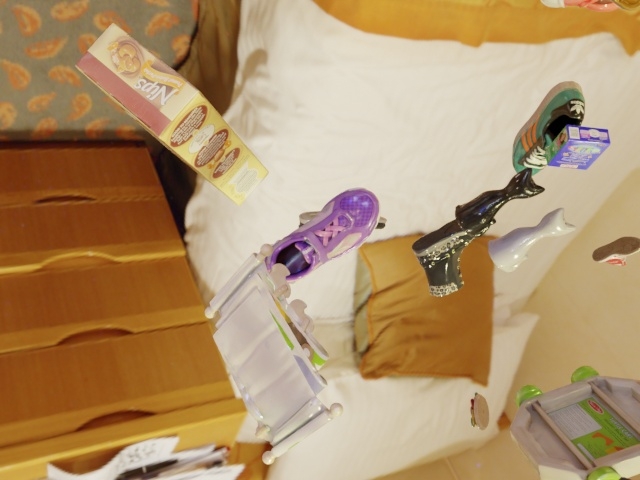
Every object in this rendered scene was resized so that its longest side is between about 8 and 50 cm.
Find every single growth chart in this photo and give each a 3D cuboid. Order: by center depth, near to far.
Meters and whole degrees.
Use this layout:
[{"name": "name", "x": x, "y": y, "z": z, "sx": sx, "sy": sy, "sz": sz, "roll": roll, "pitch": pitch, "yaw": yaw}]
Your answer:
[{"name": "growth chart", "x": -0.062, "y": 0.138, "z": 0.801, "sx": 0.172, "sy": 0.237, "sz": 0.021, "roll": -37, "pitch": 161, "yaw": 32}]

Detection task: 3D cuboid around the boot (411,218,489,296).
[{"name": "boot", "x": 0.388, "y": 0.042, "z": 1.850, "sx": 0.236, "sy": 0.085, "sz": 0.178, "roll": -24, "pitch": 116, "yaw": -7}]

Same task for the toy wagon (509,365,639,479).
[{"name": "toy wagon", "x": 0.525, "y": 0.324, "z": 1.159, "sx": 0.344, "sy": 0.267, "sz": 0.068, "roll": -18, "pitch": 112, "yaw": -5}]

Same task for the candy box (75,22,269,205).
[{"name": "candy box", "x": -0.212, "y": -0.179, "z": 1.006, "sx": 0.087, "sy": 0.183, "sz": 0.316, "roll": -50, "pitch": 162, "yaw": -3}]

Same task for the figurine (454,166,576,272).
[{"name": "figurine", "x": 0.469, "y": -0.050, "z": 1.545, "sx": 0.209, "sy": 0.092, "sz": 0.215, "roll": -35, "pitch": 110, "yaw": 32}]

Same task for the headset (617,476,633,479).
[{"name": "headset", "x": 0.194, "y": 0.375, "z": 0.523, "sx": 0.243, "sy": 0.185, "sz": 0.394, "roll": 43, "pitch": 68, "yaw": -19}]

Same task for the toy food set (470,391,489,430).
[{"name": "toy food set", "x": 0.361, "y": 0.388, "z": 1.470, "sx": 0.020, "sy": 0.083, "sz": 0.082, "roll": -12, "pitch": 153, "yaw": 32}]

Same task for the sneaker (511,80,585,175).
[{"name": "sneaker", "x": 0.567, "y": -0.249, "z": 1.631, "sx": 0.108, "sy": 0.121, "sz": 0.302, "roll": 9, "pitch": 142, "yaw": -4}]

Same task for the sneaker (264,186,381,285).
[{"name": "sneaker", "x": 0.000, "y": 0.000, "z": 1.076, "sx": 0.236, "sy": 0.095, "sz": 0.104, "roll": -36, "pitch": 179, "yaw": 5}]

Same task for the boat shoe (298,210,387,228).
[{"name": "boat shoe", "x": 0.058, "y": -0.035, "z": 1.683, "sx": 0.233, "sy": 0.084, "sz": 0.079, "roll": -4, "pitch": 109, "yaw": -12}]

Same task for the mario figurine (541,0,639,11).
[{"name": "mario figurine", "x": 0.514, "y": -0.498, "z": 1.159, "sx": 0.198, "sy": 0.320, "sz": 0.170, "roll": 4, "pitch": 111, "yaw": 4}]

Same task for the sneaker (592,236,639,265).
[{"name": "sneaker", "x": 0.660, "y": 0.024, "z": 1.406, "sx": 0.067, "sy": 0.042, "sz": 0.118, "roll": 12, "pitch": 159, "yaw": -28}]

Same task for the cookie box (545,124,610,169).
[{"name": "cookie box", "x": 0.537, "y": -0.194, "z": 1.360, "sx": 0.092, "sy": 0.040, "sz": 0.107, "roll": 5, "pitch": 156, "yaw": -4}]
